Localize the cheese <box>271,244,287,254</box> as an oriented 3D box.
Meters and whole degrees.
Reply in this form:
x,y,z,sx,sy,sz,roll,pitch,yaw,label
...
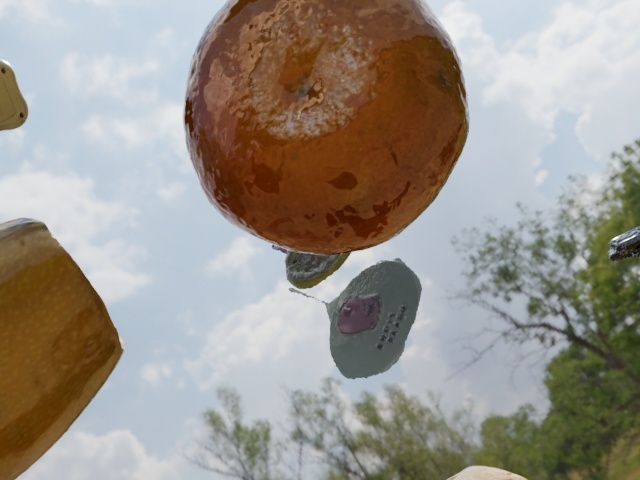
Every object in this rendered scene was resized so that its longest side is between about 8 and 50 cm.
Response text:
x,y,z,sx,sy,sz,roll,pitch,yaw,label
-0.020,-0.004,1.509,0.062,0.244,0.155,35,-99,-28,cheese

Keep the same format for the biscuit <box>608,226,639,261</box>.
x,y,z,sx,sy,sz,roll,pitch,yaw,label
0.382,0.003,1.041,0.087,0.027,0.089,-29,-2,44,biscuit

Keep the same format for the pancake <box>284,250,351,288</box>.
x,y,z,sx,sy,sz,roll,pitch,yaw,label
0.000,-0.001,0.863,0.108,0.108,0.017,-42,-52,19,pancake

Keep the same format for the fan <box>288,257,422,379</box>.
x,y,z,sx,sy,sz,roll,pitch,yaw,label
0.031,0.098,1.246,0.010,0.310,0.182,28,-99,-34,fan

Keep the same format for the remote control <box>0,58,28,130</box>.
x,y,z,sx,sy,sz,roll,pitch,yaw,label
-0.339,-0.126,0.834,0.122,0.032,0.074,-50,-46,-48,remote control

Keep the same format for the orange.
x,y,z,sx,sy,sz,roll,pitch,yaw,label
0.003,-0.097,0.654,0.224,0.224,0.170,-34,-15,3,orange

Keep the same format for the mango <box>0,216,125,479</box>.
x,y,z,sx,sy,sz,roll,pitch,yaw,label
-0.246,0.089,0.374,0.359,0.144,0.187,-12,-49,-46,mango

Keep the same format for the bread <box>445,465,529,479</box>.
x,y,z,sx,sy,sz,roll,pitch,yaw,label
0.092,0.251,0.594,0.305,0.142,0.091,-8,-60,-56,bread
